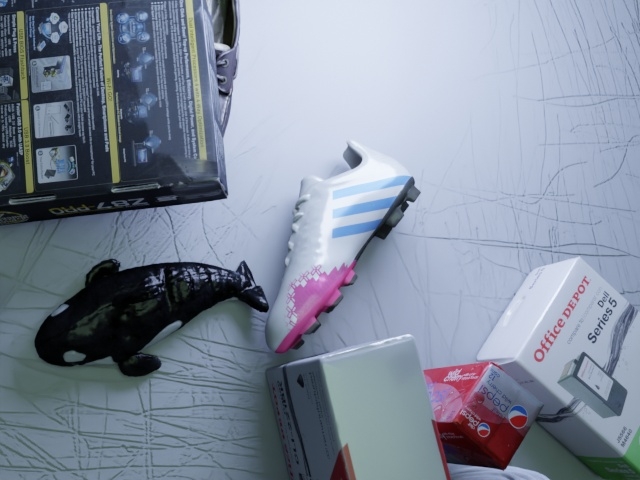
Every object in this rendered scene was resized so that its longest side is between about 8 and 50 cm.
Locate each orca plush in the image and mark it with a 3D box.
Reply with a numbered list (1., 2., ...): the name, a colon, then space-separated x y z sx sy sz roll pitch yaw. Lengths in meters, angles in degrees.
1. orca plush: -0.200 0.087 0.917 0.287 0.102 0.151 -1 78 -20

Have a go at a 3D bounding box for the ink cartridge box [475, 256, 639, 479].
1. ink cartridge box: 0.395 0.189 1.095 0.273 0.115 0.198 41 68 -7

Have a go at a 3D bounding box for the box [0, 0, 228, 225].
1. box: -0.291 -0.231 0.916 0.318 0.097 0.395 -8 79 0

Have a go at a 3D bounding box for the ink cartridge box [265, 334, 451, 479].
1. ink cartridge box: 0.034 0.227 0.877 0.114 0.273 0.197 -11 81 -17

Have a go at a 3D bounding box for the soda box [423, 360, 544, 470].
1. soda box: 0.152 0.216 0.923 0.083 0.263 0.092 42 68 -5

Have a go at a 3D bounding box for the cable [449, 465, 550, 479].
1. cable: 0.160 0.352 0.899 0.257 0.257 0.089 -12 85 -33

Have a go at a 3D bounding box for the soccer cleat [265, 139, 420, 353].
1. soccer cleat: 0.000 0.000 1.013 0.143 0.116 0.331 37 63 3

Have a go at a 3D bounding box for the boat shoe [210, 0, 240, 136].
1. boat shoe: -0.161 -0.247 1.013 0.102 0.092 0.286 10 75 -17
